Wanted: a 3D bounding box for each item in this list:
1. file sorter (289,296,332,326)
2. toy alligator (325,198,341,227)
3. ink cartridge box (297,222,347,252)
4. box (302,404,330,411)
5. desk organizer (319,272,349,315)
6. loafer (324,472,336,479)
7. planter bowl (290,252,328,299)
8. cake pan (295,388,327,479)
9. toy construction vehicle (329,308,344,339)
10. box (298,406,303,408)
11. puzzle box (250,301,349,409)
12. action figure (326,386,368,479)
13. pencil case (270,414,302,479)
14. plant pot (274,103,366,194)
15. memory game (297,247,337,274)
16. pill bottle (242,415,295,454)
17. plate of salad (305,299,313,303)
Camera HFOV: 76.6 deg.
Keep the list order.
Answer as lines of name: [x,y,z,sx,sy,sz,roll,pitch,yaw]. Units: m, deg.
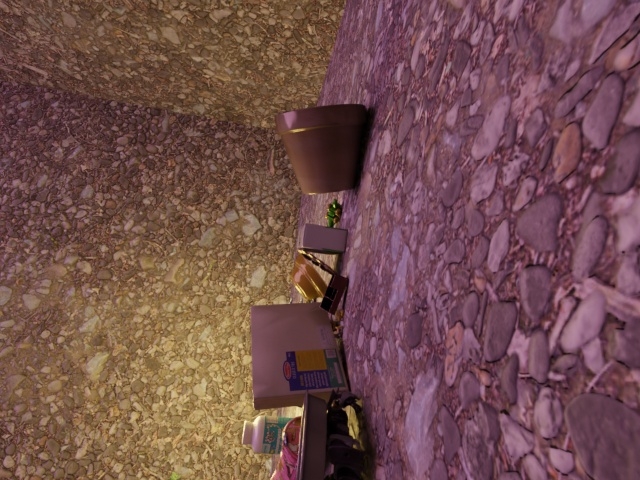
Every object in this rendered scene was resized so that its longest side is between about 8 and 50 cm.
file sorter: [-0.045,0.290,1.553,0.118,0.170,0.105,113,165,-61]
toy alligator: [0.054,-0.092,1.676,0.051,0.056,0.190,-28,-40,-45]
ink cartridge box: [0.000,0.000,1.561,0.219,0.160,0.093,147,131,-80]
box: [0.000,0.467,1.342,0.158,0.093,0.156,108,167,-45]
desk organizer: [0.045,0.178,1.358,0.047,0.050,0.130,-148,80,-81]
loafer: [0.060,0.602,0.897,0.087,0.094,0.251,-47,9,1]
planter bowl: [-0.053,0.160,1.564,0.217,0.090,0.217,50,169,13]
cake pan: [-0.024,0.511,0.962,0.293,0.054,0.294,-174,90,-88]
toy construction vehicle: [0.052,0.279,1.364,0.086,0.034,0.099,143,134,-78]
box: [-0.098,0.535,1.614,0.183,0.059,0.233,-12,84,49]
puzzle box: [-0.086,0.344,1.287,0.409,0.271,0.052,-108,19,-60]
action figure: [0.052,0.481,0.991,0.285,0.098,0.186,-141,52,-85]
pencil case: [-0.080,0.768,1.386,0.160,0.167,0.387,46,137,37]
plant pot: [0.014,-0.314,1.434,0.323,0.322,0.281,-126,28,-78]
memory game: [-0.012,0.083,1.527,0.012,0.186,0.186,-56,5,-9]
pill bottle: [-0.198,0.832,1.733,0.146,0.263,0.147,-172,90,-82]
plate of salad: [-0.062,0.376,2.003,0.200,0.048,0.200,-171,90,-81]
